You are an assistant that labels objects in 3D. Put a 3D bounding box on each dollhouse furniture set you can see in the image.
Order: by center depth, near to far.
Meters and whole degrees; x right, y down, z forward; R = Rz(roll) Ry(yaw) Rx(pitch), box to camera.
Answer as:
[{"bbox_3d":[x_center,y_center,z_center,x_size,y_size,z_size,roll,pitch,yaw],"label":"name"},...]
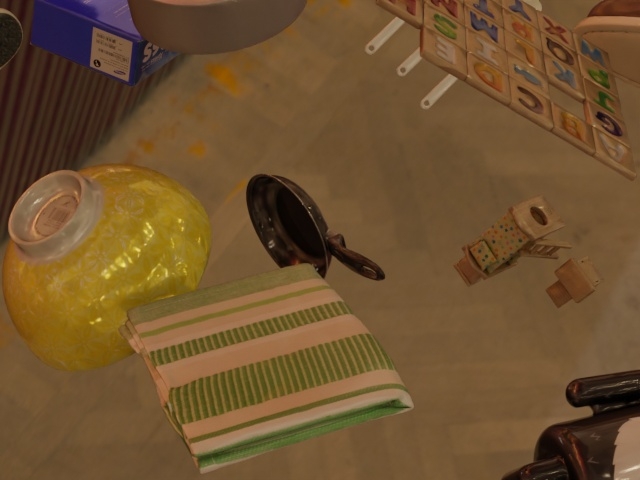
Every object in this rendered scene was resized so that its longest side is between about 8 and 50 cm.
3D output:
[{"bbox_3d":[0.282,0.057,1.790,0.101,0.182,0.161,-19,70,-49],"label":"dollhouse furniture set"}]

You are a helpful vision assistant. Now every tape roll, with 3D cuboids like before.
[{"bbox_3d":[-0.126,-0.316,1.485,0.219,0.072,0.219,-4,45,4],"label":"tape roll"}]

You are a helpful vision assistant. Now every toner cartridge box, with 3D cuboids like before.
[{"bbox_3d":[-0.241,-0.338,1.752,0.165,0.075,0.348,25,36,12],"label":"toner cartridge box"}]

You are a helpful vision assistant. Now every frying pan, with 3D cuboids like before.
[{"bbox_3d":[-0.014,-0.026,1.876,0.053,0.326,0.197,-32,100,-28],"label":"frying pan"}]

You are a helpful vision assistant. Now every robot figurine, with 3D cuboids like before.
[{"bbox_3d":[0.352,0.275,1.412,0.278,0.209,0.173,-10,24,-12],"label":"robot figurine"}]

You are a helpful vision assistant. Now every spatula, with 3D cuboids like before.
[{"bbox_3d":[0.199,-0.324,1.880,0.242,0.019,0.168,-45,99,0],"label":"spatula"}]

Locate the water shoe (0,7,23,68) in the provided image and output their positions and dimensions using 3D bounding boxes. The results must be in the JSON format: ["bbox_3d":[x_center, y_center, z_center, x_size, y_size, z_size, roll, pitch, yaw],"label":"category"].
[{"bbox_3d":[-0.443,-0.210,1.454,0.203,0.080,0.073,-44,128,-29],"label":"water shoe"}]

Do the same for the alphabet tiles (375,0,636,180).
[{"bbox_3d":[0.147,-0.159,0.994,0.237,0.009,0.198,28,34,-15],"label":"alphabet tiles"}]

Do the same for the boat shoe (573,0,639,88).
[{"bbox_3d":[0.379,-0.178,1.071,0.116,0.324,0.096,42,69,-49],"label":"boat shoe"}]

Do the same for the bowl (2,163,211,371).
[{"bbox_3d":[-0.298,0.003,1.558,0.156,0.289,0.289,51,40,-44],"label":"bowl"}]

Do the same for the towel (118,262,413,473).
[{"bbox_3d":[-0.068,0.126,1.345,0.248,0.038,0.325,-15,26,-16],"label":"towel"}]
